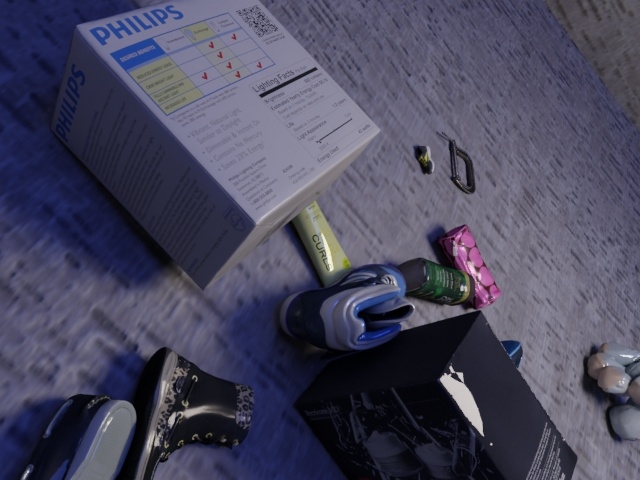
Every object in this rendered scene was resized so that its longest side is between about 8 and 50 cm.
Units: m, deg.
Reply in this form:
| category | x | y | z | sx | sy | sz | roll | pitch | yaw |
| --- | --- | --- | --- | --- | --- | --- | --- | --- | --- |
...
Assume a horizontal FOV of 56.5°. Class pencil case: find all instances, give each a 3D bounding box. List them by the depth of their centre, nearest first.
| category | x | y | z | sx | sy | sz | roll | pitch | yaw |
| --- | --- | --- | --- | --- | --- | --- | --- | --- | --- |
| pencil case | 0.366 | 0.069 | 1.464 | 0.209 | 0.095 | 0.098 | 60 | 10 | 0 |

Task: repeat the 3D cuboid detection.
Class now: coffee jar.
| category | x | y | z | sx | sy | sz | roll | pitch | yaw |
| --- | --- | --- | --- | --- | --- | --- | --- | --- | --- |
| coffee jar | 0.267 | 0.098 | 1.358 | 0.185 | 0.096 | 0.078 | 16 | 65 | -35 |

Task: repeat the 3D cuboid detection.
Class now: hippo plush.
| category | x | y | z | sx | sy | sz | roll | pitch | yaw |
| --- | --- | --- | --- | --- | --- | --- | --- | --- | --- |
| hippo plush | 0.916 | 0.445 | 1.746 | 0.294 | 0.234 | 0.236 | -19 | 116 | -30 |

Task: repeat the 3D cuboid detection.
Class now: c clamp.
| category | x | y | z | sx | sy | sz | roll | pitch | yaw |
| --- | --- | --- | --- | --- | --- | --- | --- | --- | --- |
| c clamp | 0.385 | -0.208 | 1.654 | 0.137 | 0.022 | 0.160 | 17 | 59 | -41 |

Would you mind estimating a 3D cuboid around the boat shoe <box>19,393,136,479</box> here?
| category | x | y | z | sx | sy | sz | roll | pitch | yaw |
| --- | --- | --- | --- | --- | --- | --- | --- | --- | --- |
| boat shoe | -0.334 | 0.334 | 0.732 | 0.114 | 0.091 | 0.302 | 73 | 30 | -44 |

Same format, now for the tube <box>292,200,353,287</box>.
| category | x | y | z | sx | sy | sz | roll | pitch | yaw |
| --- | --- | --- | --- | --- | --- | --- | --- | --- | --- |
| tube | 0.000 | 0.000 | 1.195 | 0.240 | 0.070 | 0.062 | 63 | 4 | -7 |

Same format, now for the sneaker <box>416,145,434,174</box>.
| category | x | y | z | sx | sy | sz | roll | pitch | yaw |
| --- | --- | --- | --- | --- | --- | --- | --- | --- | --- |
| sneaker | 0.269 | -0.208 | 1.546 | 0.035 | 0.031 | 0.083 | 0 | 67 | -27 |

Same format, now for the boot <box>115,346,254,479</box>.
| category | x | y | z | sx | sy | sz | roll | pitch | yaw |
| --- | --- | --- | --- | --- | --- | --- | --- | --- | --- |
| boot | -0.194 | 0.293 | 0.874 | 0.179 | 0.085 | 0.236 | 30 | 54 | -32 |

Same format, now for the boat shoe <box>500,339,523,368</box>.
| category | x | y | z | sx | sy | sz | roll | pitch | yaw |
| --- | --- | --- | --- | --- | --- | --- | --- | --- | --- |
| boat shoe | 0.332 | 0.300 | 1.232 | 0.258 | 0.109 | 0.088 | -30 | 100 | -28 |

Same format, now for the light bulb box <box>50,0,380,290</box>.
| category | x | y | z | sx | sy | sz | roll | pitch | yaw |
| --- | --- | --- | --- | --- | --- | --- | --- | --- | --- |
| light bulb box | -0.161 | -0.183 | 0.970 | 0.361 | 0.225 | 0.358 | 47 | 46 | 1 |

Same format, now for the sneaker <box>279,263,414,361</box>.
| category | x | y | z | sx | sy | sz | roll | pitch | yaw |
| --- | --- | --- | --- | --- | --- | --- | --- | --- | --- |
| sneaker | 0.109 | 0.123 | 1.092 | 0.323 | 0.236 | 0.130 | -12 | 97 | -39 |

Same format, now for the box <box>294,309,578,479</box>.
| category | x | y | z | sx | sy | sz | roll | pitch | yaw |
| --- | --- | --- | --- | --- | --- | --- | --- | --- | --- |
| box | 0.186 | 0.324 | 1.016 | 0.312 | 0.343 | 0.179 | 56 | 46 | -7 |
